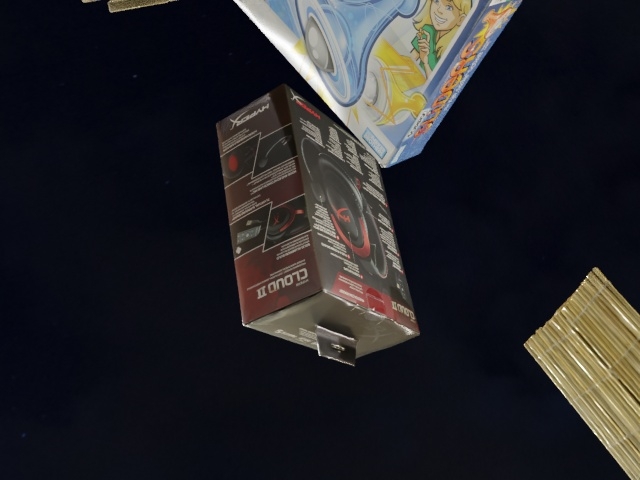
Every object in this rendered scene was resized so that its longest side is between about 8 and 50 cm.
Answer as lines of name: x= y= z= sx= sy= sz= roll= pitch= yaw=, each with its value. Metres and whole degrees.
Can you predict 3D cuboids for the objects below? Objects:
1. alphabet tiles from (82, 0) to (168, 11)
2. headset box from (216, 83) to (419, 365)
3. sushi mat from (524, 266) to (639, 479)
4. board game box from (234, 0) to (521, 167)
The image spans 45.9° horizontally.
alphabet tiles: x=-0.072 y=-0.302 z=0.774 sx=0.284 sy=0.343 sz=0.011 roll=-4 pitch=-58 yaw=15
headset box: x=0.000 y=0.000 z=0.888 sx=0.110 sy=0.218 sz=0.293 roll=-25 pitch=-119 yaw=26
sushi mat: x=0.368 y=0.195 z=0.845 sx=0.317 sy=0.019 sz=0.151 roll=55 pitch=-48 yaw=26
board game box: x=0.011 y=-0.159 z=0.426 sx=0.201 sy=0.035 sz=0.136 roll=50 pitch=-41 yaw=17
